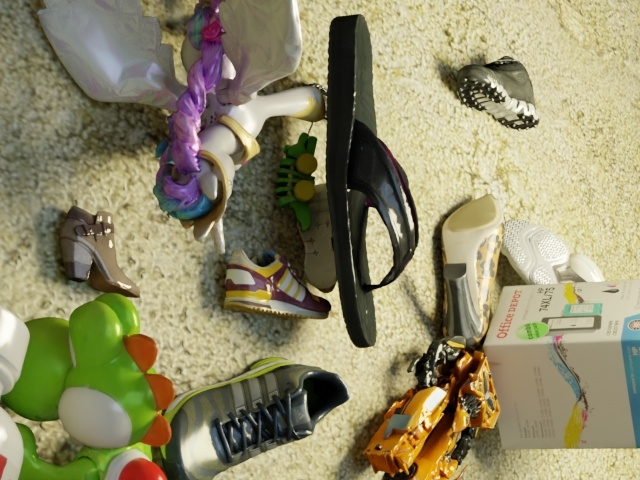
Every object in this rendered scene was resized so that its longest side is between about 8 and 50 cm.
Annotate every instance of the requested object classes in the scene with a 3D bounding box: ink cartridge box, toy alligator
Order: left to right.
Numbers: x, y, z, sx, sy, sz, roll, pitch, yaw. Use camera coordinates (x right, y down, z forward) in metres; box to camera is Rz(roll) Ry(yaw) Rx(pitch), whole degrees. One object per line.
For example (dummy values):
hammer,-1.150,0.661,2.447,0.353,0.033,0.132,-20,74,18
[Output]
toy alligator,-0.033,-0.105,1.834,0.051,0.056,0.190,7,75,-10
ink cartridge box,0.412,0.193,2.120,0.198,0.270,0.197,-59,140,-58

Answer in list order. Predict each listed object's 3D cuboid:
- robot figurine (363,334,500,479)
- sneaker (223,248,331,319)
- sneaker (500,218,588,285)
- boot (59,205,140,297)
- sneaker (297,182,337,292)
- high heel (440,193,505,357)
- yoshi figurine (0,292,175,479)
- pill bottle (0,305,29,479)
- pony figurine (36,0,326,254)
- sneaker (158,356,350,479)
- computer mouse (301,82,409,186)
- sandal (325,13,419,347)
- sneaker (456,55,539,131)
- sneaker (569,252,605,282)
robot figurine,0.174,0.274,1.985,0.291,0.085,0.211,-46,129,-40
sneaker,-0.049,0.057,1.767,0.185,0.069,0.084,12,80,-51
sneaker,0.384,0.087,2.294,0.268,0.153,0.101,42,64,5
boot,-0.246,0.011,1.546,0.118,0.042,0.087,25,63,-48
sneaker,0.000,0.000,1.865,0.065,0.061,0.158,73,18,-67
high heel,0.242,0.057,2.151,0.261,0.093,0.186,-62,149,-49
yoshi figurine,-0.257,0.228,1.434,0.203,0.203,0.362,-2,102,-13
pill bottle,-0.391,0.245,1.168,0.229,0.229,0.408,37,57,-43
pony figurine,-0.122,-0.205,1.595,0.363,0.303,0.351,-60,139,-57
sneaker,-0.080,0.214,1.656,0.300,0.121,0.111,-30,107,-50
computer mouse,0.045,-0.138,1.953,0.242,0.041,0.071,47,41,-28
sandal,0.071,-0.082,1.795,0.167,0.107,0.446,19,69,-77
sneaker,0.290,-0.263,2.252,0.234,0.078,0.106,22,64,-52
sneaker,0.454,0.131,2.398,0.094,0.080,0.212,-16,98,-40
